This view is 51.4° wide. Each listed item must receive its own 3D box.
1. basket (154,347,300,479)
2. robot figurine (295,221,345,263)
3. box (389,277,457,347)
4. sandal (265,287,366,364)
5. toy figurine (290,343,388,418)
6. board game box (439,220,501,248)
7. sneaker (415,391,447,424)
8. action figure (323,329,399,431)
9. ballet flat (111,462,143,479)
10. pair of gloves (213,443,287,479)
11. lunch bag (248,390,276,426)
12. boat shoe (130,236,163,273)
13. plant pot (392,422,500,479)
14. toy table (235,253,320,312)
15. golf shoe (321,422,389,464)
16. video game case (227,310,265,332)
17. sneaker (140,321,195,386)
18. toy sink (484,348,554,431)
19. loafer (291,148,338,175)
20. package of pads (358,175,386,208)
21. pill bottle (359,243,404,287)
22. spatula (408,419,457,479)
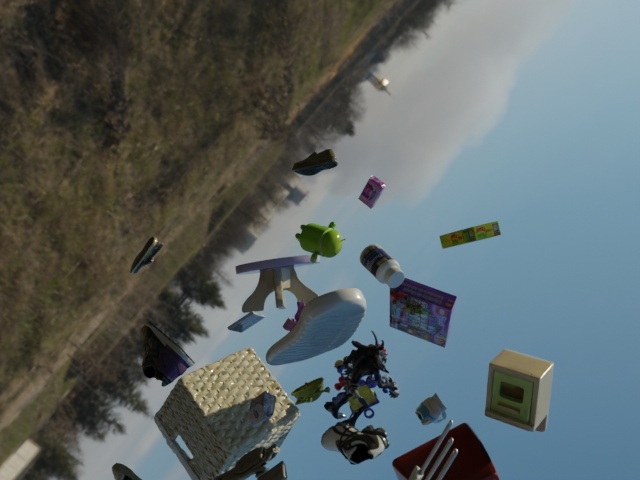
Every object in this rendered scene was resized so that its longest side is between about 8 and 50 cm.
[{"bbox_3d":[-0.304,0.577,2.164,0.331,0.328,0.266,-18,147,-44],"label":"basket"},{"bbox_3d":[0.000,0.000,1.499,0.115,0.067,0.101,17,-114,33],"label":"robot figurine"},{"bbox_3d":[0.321,0.229,2.118,0.293,0.201,0.057,80,34,-58],"label":"box"},{"bbox_3d":[-0.009,0.170,1.414,0.169,0.102,0.416,-3,156,-24],"label":"sandal"},{"bbox_3d":[0.106,0.538,2.270,0.362,0.217,0.191,-28,-169,-1],"label":"toy figurine"},{"bbox_3d":[0.445,-0.016,1.987,0.092,0.043,0.181,-13,177,-23],"label":"board game box"},{"bbox_3d":[0.363,0.569,2.215,0.092,0.087,0.229,-32,153,-5],"label":"sneaker"},{"bbox_3d":[0.120,0.380,1.805,0.164,0.141,0.276,37,-76,42],"label":"action figure"},{"bbox_3d":[-0.551,0.696,1.913,0.052,0.168,0.057,-23,129,-58],"label":"ballet flat"},{"bbox_3d":[-0.177,0.609,1.674,0.204,0.042,0.240,-36,-168,-7],"label":"pair of gloves"},{"bbox_3d":[-0.169,0.482,1.896,0.071,0.053,0.083,-39,-150,34],"label":"lunch bag"},{"bbox_3d":[-0.563,0.056,2.152,0.152,0.049,0.056,-48,-149,22],"label":"boat shoe"},{"bbox_3d":[0.401,0.730,1.899,0.267,0.267,0.236,-24,-170,-10],"label":"plant pot"},{"bbox_3d":[-0.131,0.142,2.157,0.274,0.161,0.252,-8,173,9],"label":"toy table"},{"bbox_3d":[0.070,0.506,1.644,0.198,0.077,0.094,-17,-167,36],"label":"golf shoe"},{"bbox_3d":[-0.213,0.236,1.921,0.087,0.011,0.122,-33,165,3],"label":"video game case"},{"bbox_3d":[-0.492,0.335,1.962,0.124,0.107,0.283,-45,-147,-18],"label":"sneaker"},{"bbox_3d":[0.576,0.462,1.942,0.152,0.234,0.131,14,-157,35],"label":"toy sink"},{"bbox_3d":[-0.014,-0.216,1.837,0.148,0.056,0.050,-8,-111,32],"label":"loafer"},{"bbox_3d":[0.144,-0.135,1.858,0.032,0.050,0.083,-35,159,-51],"label":"package of pads"},{"bbox_3d":[0.154,0.065,1.639,0.067,0.067,0.120,-48,-137,4],"label":"pill bottle"},{"bbox_3d":[0.245,0.530,1.507,0.168,0.019,0.242,-65,179,-73],"label":"spatula"}]
